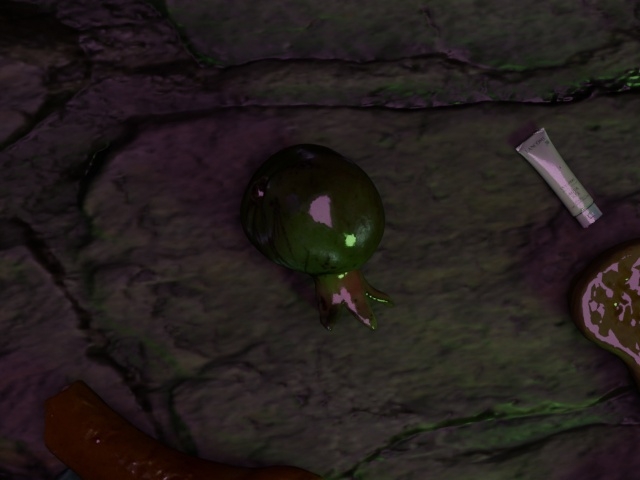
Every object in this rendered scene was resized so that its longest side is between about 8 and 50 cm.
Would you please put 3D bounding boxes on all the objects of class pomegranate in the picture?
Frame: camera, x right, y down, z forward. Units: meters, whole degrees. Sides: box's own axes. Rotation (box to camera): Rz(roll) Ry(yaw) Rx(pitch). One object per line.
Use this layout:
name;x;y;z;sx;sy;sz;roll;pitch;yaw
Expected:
pomegranate;0.000;0.000;1.642;0.131;0.152;0.191;-23;111;-13

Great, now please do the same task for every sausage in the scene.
sausage;-0.136;0.230;1.605;0.302;0.076;0.103;21;71;11

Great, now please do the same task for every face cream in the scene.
face cream;0.253;-0.064;1.730;0.038;0.020;0.115;-37;90;-6

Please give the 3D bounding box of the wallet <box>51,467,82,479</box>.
wallet;-0.215;0.387;1.572;0.290;0.054;0.251;44;41;3

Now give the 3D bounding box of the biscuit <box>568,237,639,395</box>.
biscuit;0.440;0.165;1.722;0.368;0.076;0.394;-20;87;-7
